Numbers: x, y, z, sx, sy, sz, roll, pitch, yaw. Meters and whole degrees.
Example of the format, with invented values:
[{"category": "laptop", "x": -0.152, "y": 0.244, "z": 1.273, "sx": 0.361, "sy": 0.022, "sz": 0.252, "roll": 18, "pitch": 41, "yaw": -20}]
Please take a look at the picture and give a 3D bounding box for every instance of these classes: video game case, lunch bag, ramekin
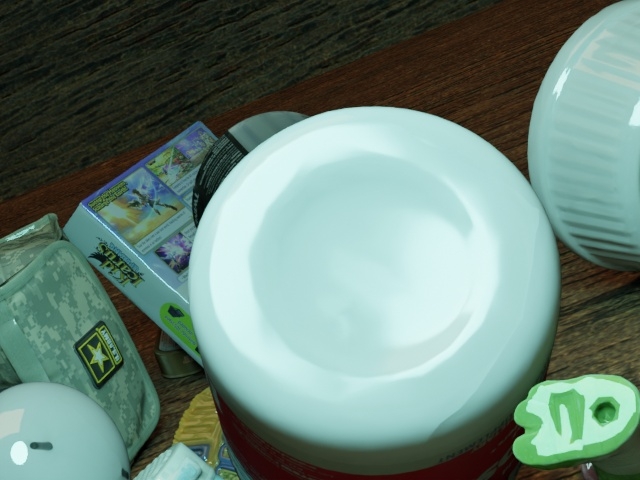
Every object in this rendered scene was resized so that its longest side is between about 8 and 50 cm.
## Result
[{"category": "video game case", "x": -0.130, "y": 0.005, "z": 2.192, "sx": 0.061, "sy": 0.244, "sz": 0.269, "roll": -50, "pitch": -6, "yaw": 36}, {"category": "lunch bag", "x": -0.282, "y": 0.121, "z": 1.989, "sx": 0.169, "sy": 0.235, "sz": 0.287, "roll": -27, "pitch": 15, "yaw": -5}, {"category": "ramekin", "x": 0.338, "y": -0.089, "z": 1.785, "sx": 0.273, "sy": 0.273, "sz": 0.127, "roll": -29, "pitch": 27, "yaw": -23}]

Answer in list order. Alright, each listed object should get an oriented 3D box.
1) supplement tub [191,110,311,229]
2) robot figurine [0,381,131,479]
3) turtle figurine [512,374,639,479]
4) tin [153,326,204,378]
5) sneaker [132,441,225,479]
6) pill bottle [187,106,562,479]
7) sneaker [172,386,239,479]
[{"category": "supplement tub", "x": 0.000, "y": 0.000, "z": 2.006, "sx": 0.193, "sy": 0.193, "sz": 0.316, "roll": -26, "pitch": 32, "yaw": -12}, {"category": "robot figurine", "x": -0.295, "y": 0.230, "z": 1.708, "sx": 0.278, "sy": 0.173, "sz": 0.209, "roll": -23, "pitch": 10, "yaw": 38}, {"category": "turtle figurine", "x": 0.154, "y": 0.185, "z": 1.076, "sx": 0.274, "sy": 0.266, "sz": 0.198, "roll": 26, "pitch": 80, "yaw": 35}, {"category": "tin", "x": -0.140, "y": 0.110, "z": 2.238, "sx": 0.106, "sy": 0.040, "sz": 0.190, "roll": -18, "pitch": 14, "yaw": 3}, {"category": "sneaker", "x": -0.125, "y": 0.271, "z": 1.460, "sx": 0.135, "sy": 0.150, "sz": 0.366, "roll": -48, "pitch": 1, "yaw": -23}, {"category": "pill bottle", "x": 0.039, "y": 0.091, "z": 1.314, "sx": 0.229, "sy": 0.229, "sz": 0.408, "roll": -24, "pitch": -21, "yaw": -7}, {"category": "sneaker", "x": -0.050, "y": 0.166, "z": 1.753, "sx": 0.112, "sy": 0.131, "sz": 0.296, "roll": -2, "pitch": 44, "yaw": 21}]
